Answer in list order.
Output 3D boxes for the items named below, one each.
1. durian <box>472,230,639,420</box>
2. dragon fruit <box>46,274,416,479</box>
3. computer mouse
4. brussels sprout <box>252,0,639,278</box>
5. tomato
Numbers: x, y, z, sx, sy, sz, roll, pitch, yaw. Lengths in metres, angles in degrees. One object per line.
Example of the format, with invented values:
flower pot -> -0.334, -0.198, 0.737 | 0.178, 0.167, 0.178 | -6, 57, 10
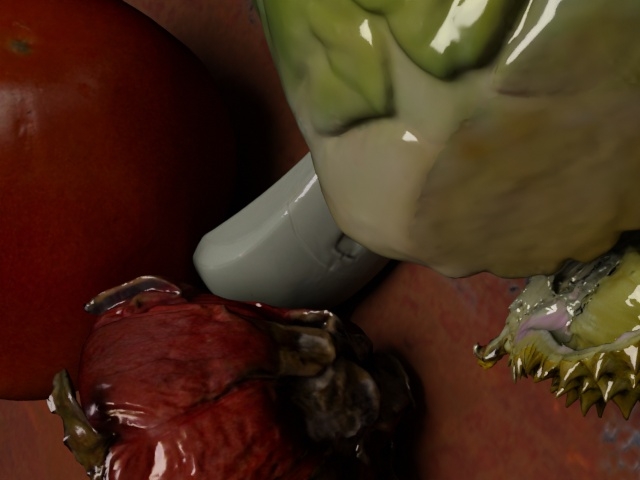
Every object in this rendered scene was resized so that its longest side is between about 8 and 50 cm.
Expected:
durian -> 0.153, 0.036, 0.775 | 0.208, 0.146, 0.102 | -24, 108, 36
dragon fruit -> -0.024, 0.108, 0.953 | 0.148, 0.224, 0.218 | -24, 19, 14
computer mouse -> 0.000, 0.000, 0.999 | 0.181, 0.089, 0.056 | -40, 44, 34
brussels sprout -> 0.099, -0.157, 0.782 | 0.268, 0.344, 0.344 | -7, 75, 14
tomato -> -0.193, -0.052, 1.085 | 0.226, 0.298, 0.299 | 102, 151, -50
